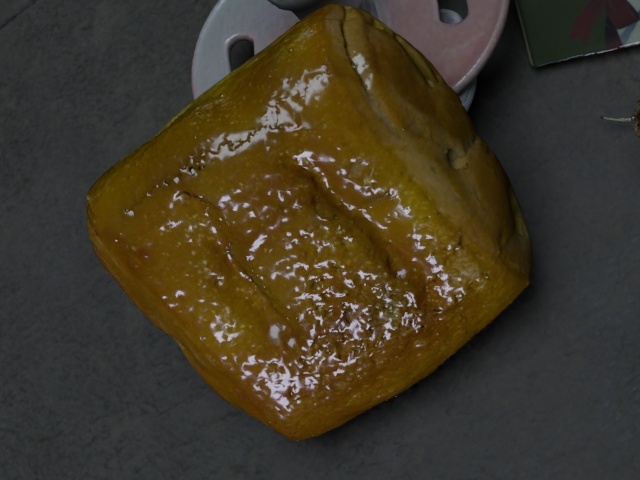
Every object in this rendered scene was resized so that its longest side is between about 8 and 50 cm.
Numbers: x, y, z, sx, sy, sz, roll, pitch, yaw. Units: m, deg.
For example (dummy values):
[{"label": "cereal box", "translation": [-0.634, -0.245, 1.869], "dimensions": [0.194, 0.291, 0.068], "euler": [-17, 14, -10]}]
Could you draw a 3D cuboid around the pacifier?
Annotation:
[{"label": "pacifier", "translation": [0.015, -0.207, 1.411], "dimensions": [0.332, 0.273, 0.220], "euler": [-21, 24, 15]}]

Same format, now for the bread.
[{"label": "bread", "translation": [0.000, 0.003, 1.289], "dimensions": [0.337, 0.148, 0.328], "euler": [-33, 106, 13]}]

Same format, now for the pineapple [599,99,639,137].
[{"label": "pineapple", "translation": [0.420, -0.123, 1.258], "dimensions": [0.334, 0.158, 0.161], "euler": [-33, 101, 16]}]

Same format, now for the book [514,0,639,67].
[{"label": "book", "translation": [0.306, -0.280, 1.352], "dimensions": [0.289, 0.026, 0.201], "euler": [-11, 100, 22]}]
